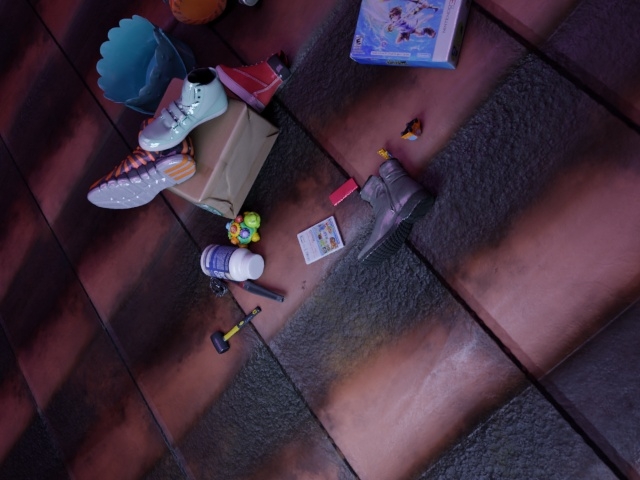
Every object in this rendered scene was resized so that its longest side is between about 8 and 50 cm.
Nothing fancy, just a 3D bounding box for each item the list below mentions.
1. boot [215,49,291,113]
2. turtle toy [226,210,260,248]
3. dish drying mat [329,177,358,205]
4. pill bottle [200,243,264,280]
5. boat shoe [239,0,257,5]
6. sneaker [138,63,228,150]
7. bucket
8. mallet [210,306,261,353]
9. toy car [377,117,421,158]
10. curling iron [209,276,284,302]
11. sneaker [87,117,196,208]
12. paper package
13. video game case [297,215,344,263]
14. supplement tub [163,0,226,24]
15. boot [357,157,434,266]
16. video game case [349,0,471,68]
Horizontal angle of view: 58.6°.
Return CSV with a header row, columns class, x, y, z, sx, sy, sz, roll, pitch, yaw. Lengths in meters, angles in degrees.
class,x,y,z,sx,sy,sz,roll,pitch,yaw
boot,-0.188,-0.483,1.622,0.176,0.088,0.244,-51,54,3
turtle toy,-0.216,-0.037,1.608,0.130,0.066,0.095,-33,70,27
dish drying mat,0.060,-0.126,1.472,0.083,0.008,0.032,-38,68,24
pill bottle,-0.246,0.064,1.604,0.170,0.094,0.094,6,90,33
boat shoe,-0.207,-0.784,1.649,0.069,0.081,0.227,6,83,36
sneaker,-0.350,-0.333,1.398,0.256,0.151,0.094,-38,69,-17
bucket,-0.537,-0.536,1.781,0.281,0.183,0.280,-2,86,33
mallet,-0.244,0.243,1.630,0.189,0.039,0.062,-48,67,16
toy car,0.198,-0.245,1.386,0.041,0.060,0.122,40,136,-17
curling iron,-0.208,0.141,1.611,0.274,0.035,0.068,7,95,34
sneaker,-0.477,-0.209,1.522,0.321,0.124,0.180,-20,63,11
paper package,-0.331,-0.262,1.611,0.325,0.168,0.309,26,89,31
video game case,0.000,0.000,1.500,0.122,0.011,0.087,-27,72,29
supplement tub,-0.402,-0.834,1.700,0.207,0.207,0.337,-27,73,29
boot,0.147,-0.067,1.381,0.246,0.083,0.161,-51,56,13
video game case,0.219,-0.547,1.367,0.270,0.061,0.244,15,94,33
